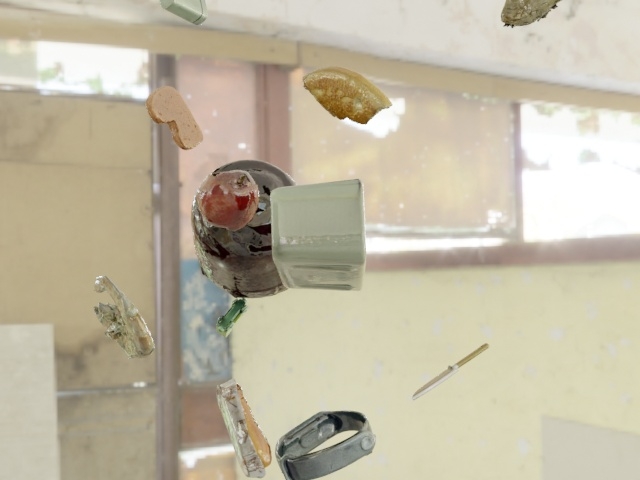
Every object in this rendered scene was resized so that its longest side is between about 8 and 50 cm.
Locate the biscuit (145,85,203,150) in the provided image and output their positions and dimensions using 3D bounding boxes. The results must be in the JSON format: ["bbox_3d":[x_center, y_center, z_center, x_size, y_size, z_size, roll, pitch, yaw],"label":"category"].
[{"bbox_3d":[-0.404,-0.328,2.512,0.036,0.192,0.186,-23,18,22],"label":"biscuit"}]

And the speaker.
[{"bbox_3d":[0.000,0.000,1.947,0.184,0.183,0.406,-2,-12,1],"label":"speaker"}]

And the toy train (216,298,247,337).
[{"bbox_3d":[-0.250,0.218,2.599,0.050,0.122,0.081,34,-27,9],"label":"toy train"}]

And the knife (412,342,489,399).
[{"bbox_3d":[0.316,0.315,2.227,0.256,0.022,0.046,-30,8,-22],"label":"knife"}]

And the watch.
[{"bbox_3d":[0.003,0.414,1.853,0.206,0.068,0.193,-27,13,-24],"label":"watch"}]

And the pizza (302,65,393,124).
[{"bbox_3d":[0.063,-0.348,2.189,0.271,0.134,0.056,16,44,43],"label":"pizza"}]

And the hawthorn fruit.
[{"bbox_3d":[-0.209,-0.106,2.134,0.148,0.148,0.172,0,-26,-23],"label":"hawthorn fruit"}]

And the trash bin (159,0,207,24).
[{"bbox_3d":[-0.376,-0.657,2.484,0.059,0.116,0.130,-29,-23,29],"label":"trash bin"}]

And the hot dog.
[{"bbox_3d":[-0.142,0.346,1.692,0.059,0.191,0.108,-16,-22,-22],"label":"hot dog"}]

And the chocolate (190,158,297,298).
[{"bbox_3d":[-0.198,-0.057,2.459,0.384,0.383,0.331,-1,-26,10],"label":"chocolate"}]

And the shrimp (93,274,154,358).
[{"bbox_3d":[-0.530,0.191,2.403,0.085,0.246,0.360,-29,21,-24],"label":"shrimp"}]

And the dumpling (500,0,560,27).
[{"bbox_3d":[0.514,-0.624,2.024,0.166,0.332,0.086,15,-10,38],"label":"dumpling"}]
